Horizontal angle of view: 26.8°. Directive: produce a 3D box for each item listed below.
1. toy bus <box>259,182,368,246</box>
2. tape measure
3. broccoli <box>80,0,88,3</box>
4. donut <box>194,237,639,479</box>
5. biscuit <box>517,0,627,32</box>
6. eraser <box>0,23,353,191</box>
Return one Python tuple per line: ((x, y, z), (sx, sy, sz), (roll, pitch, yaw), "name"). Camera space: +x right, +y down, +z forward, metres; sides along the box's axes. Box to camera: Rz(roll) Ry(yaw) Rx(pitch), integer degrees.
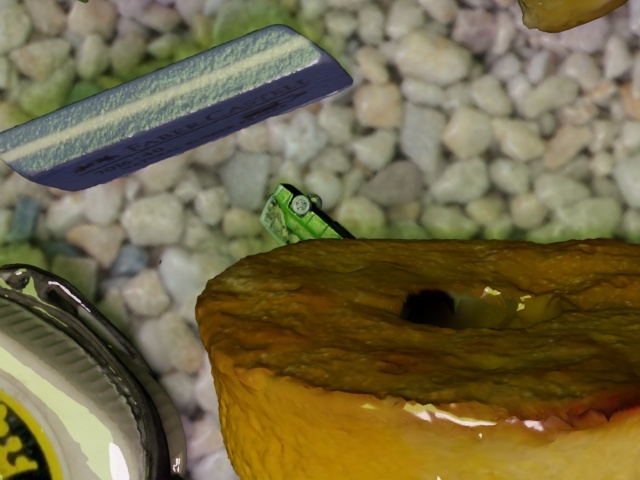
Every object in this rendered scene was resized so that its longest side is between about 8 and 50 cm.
((0.000, 0.000, 0.848), (0.083, 0.031, 0.037), (41, 102, 10), "toy bus")
((-0.172, 0.156, 0.828), (0.271, 0.133, 0.231), (37, 102, 10), "tape measure")
((-0.117, -0.279, 0.796), (0.245, 0.265, 0.294), (4, 78, -25), "broccoli")
((0.085, 0.077, 0.709), (0.303, 0.303, 0.110), (5, 107, 12), "donut")
((0.121, -0.282, 0.767), (0.335, 0.078, 0.329), (26, 73, 33), "biscuit")
((-0.094, -0.081, 0.846), (0.225, 0.082, 0.036), (-20, 81, 9), "eraser")
